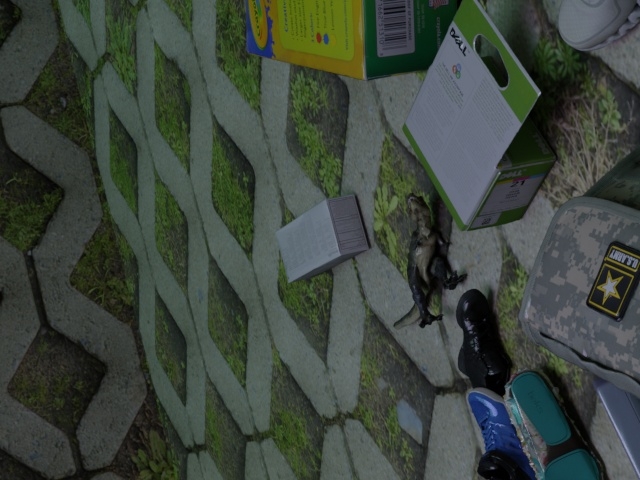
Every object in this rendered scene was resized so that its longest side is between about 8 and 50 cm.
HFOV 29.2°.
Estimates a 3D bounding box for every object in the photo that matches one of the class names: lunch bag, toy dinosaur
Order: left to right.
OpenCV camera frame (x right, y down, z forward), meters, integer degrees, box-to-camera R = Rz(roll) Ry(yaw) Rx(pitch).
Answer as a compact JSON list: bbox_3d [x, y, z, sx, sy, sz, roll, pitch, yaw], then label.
[{"bbox_3d":[0.155,0.057,1.817,0.118,0.064,0.268,-122,29,-48],"label":"toy dinosaur"},{"bbox_3d":[0.341,0.025,1.119,0.169,0.287,0.235,58,165,-27],"label":"lunch bag"}]

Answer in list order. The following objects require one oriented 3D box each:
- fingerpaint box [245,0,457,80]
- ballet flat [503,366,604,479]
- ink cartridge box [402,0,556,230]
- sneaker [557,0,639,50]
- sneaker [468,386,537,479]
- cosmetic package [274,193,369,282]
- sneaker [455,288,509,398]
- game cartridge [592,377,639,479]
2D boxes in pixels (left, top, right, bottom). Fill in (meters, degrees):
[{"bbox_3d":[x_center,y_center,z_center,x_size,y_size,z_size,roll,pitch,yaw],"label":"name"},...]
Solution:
[{"bbox_3d":[0.028,-0.473,1.727,0.371,0.163,0.445,24,122,59],"label":"fingerpaint box"},{"bbox_3d":[0.308,0.277,1.590,0.077,0.091,0.241,60,-168,-69],"label":"ballet flat"},{"bbox_3d":[0.218,-0.164,1.548,0.189,0.097,0.255,63,149,29],"label":"ink cartridge box"},{"bbox_3d":[0.304,-0.310,1.283,0.110,0.118,0.292,62,152,27],"label":"sneaker"},{"bbox_3d":[0.236,0.274,1.666,0.152,0.084,0.058,52,148,14],"label":"sneaker"},{"bbox_3d":[0.000,0.000,2.105,0.239,0.060,0.099,-29,73,64],"label":"cosmetic package"},{"bbox_3d":[0.231,0.157,1.713,0.089,0.051,0.170,42,141,51],"label":"sneaker"},{"bbox_3d":[0.356,0.234,1.311,0.297,0.062,0.198,43,-153,-67],"label":"game cartridge"}]
